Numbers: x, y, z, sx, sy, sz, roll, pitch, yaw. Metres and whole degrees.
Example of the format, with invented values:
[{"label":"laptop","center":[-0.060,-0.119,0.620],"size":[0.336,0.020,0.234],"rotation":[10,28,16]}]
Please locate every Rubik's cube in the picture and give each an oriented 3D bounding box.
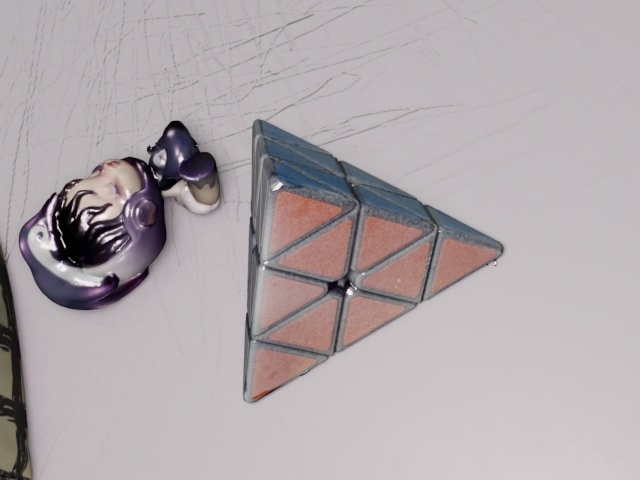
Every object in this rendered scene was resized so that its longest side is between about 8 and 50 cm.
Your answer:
[{"label":"Rubik's cube","center":[0.002,0.001,1.562],"size":[0.228,0.229,0.233],"rotation":[-15,112,46]}]

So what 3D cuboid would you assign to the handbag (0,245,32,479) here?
[{"label":"handbag","center":[-0.430,0.100,1.537],"size":[0.162,0.327,0.325],"rotation":[-16,71,13]}]

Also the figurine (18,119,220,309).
[{"label":"figurine","center":[-0.210,-0.021,1.633],"size":[0.222,0.145,0.145],"rotation":[-33,71,-9]}]
